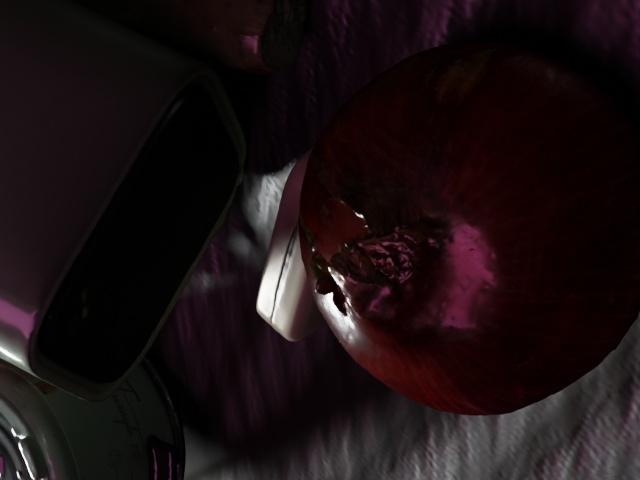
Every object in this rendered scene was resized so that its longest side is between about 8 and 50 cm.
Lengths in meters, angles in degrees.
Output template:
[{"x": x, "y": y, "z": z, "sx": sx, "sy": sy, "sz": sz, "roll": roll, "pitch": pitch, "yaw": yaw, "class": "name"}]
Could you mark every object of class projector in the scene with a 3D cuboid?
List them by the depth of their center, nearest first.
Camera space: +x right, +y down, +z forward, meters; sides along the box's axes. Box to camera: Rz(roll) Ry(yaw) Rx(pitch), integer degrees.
[{"x": -0.229, "y": -0.049, "z": 0.936, "sx": 0.249, "sy": 0.248, "sz": 0.248, "roll": 27, "pitch": 169, "yaw": 12, "class": "projector"}]

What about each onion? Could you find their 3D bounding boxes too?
[{"x": 0.092, "y": -0.001, "z": 0.773, "sx": 0.248, "sy": 0.161, "sz": 0.248, "roll": 7, "pitch": 121, "yaw": 12, "class": "onion"}]

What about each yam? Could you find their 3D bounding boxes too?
[{"x": -0.166, "y": -0.200, "z": 0.956, "sx": 0.372, "sy": 0.083, "sz": 0.083, "roll": 25, "pitch": 137, "yaw": 33, "class": "yam"}]

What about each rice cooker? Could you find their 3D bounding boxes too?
[{"x": -0.276, "y": 0.221, "z": 1.318, "sx": 0.281, "sy": 0.227, "sz": 0.241, "roll": 7, "pitch": 105, "yaw": 36, "class": "rice cooker"}]

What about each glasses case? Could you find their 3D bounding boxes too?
[{"x": 0.000, "y": 0.000, "z": 0.948, "sx": 0.050, "sy": 0.083, "sz": 0.196, "roll": 37, "pitch": 143, "yaw": 18, "class": "glasses case"}]
